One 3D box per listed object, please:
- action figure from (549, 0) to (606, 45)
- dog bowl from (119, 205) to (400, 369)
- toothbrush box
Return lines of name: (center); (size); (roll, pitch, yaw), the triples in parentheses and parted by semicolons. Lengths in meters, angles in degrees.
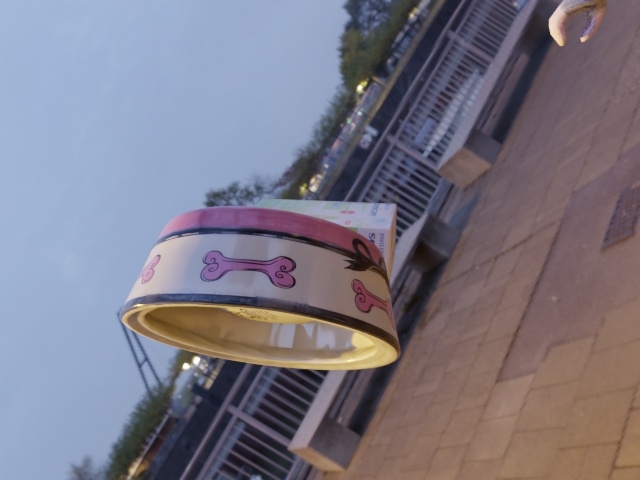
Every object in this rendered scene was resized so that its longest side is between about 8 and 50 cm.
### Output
action figure: (0.269, -0.268, 0.411); (0.370, 0.248, 0.276); (-85, -18, -68)
dog bowl: (-0.078, 0.081, 1.024); (0.408, 0.408, 0.150); (128, 151, -67)
toothbrush box: (0.000, 0.000, 1.324); (0.206, 0.283, 0.122); (-57, -30, -72)
